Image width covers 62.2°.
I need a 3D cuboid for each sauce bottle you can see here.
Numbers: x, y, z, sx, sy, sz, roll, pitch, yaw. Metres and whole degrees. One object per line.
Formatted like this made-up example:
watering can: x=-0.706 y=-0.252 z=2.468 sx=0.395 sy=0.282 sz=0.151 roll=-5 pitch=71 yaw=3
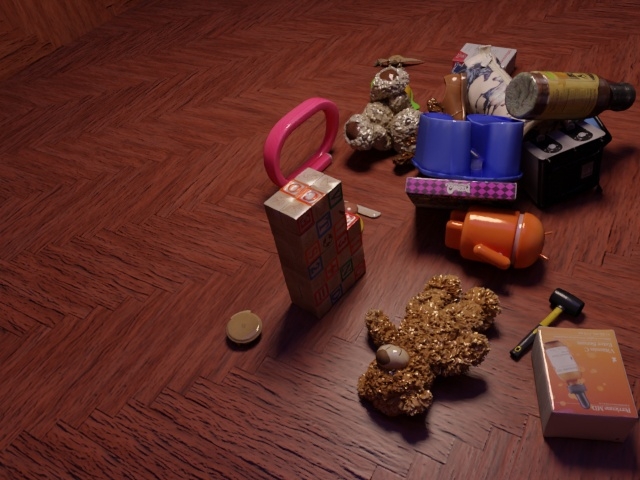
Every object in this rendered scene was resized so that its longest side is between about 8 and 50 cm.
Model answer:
sauce bottle: x=0.600 y=-0.341 z=1.257 sx=0.344 sy=0.111 sz=0.111 roll=-6 pitch=40 yaw=-25

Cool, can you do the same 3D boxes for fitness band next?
fitness band: x=-0.043 y=-0.260 z=1.437 sx=0.054 sy=0.209 sz=0.291 roll=25 pitch=55 yaw=29

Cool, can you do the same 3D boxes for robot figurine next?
robot figurine: x=0.388 y=-0.007 z=1.163 sx=0.219 sy=0.128 sz=0.158 roll=11 pitch=4 yaw=20

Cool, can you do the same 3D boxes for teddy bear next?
teddy bear: x=0.204 y=0.178 z=1.019 sx=0.338 sy=0.113 sz=0.245 roll=-28 pitch=45 yaw=-18

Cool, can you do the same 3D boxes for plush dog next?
plush dog: x=0.222 y=-0.318 z=1.503 sx=0.225 sy=0.210 sz=0.262 roll=31 pitch=84 yaw=18

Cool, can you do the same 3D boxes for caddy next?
caddy: x=0.357 y=-0.214 z=1.303 sx=0.241 sy=0.179 sz=0.341 roll=3 pitch=17 yaw=1

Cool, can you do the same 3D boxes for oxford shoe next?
oxford shoe: x=0.373 y=-0.363 z=1.497 sx=0.076 sy=0.212 sz=0.076 roll=-1 pitch=1 yaw=8

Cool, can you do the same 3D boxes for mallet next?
mallet: x=0.435 y=0.161 z=1.051 sx=0.190 sy=0.039 sz=0.062 roll=-31 pitch=47 yaw=-15

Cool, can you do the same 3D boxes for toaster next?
toaster: x=0.580 y=-0.180 z=1.280 sx=0.168 sy=0.185 sz=0.110 roll=-22 pitch=42 yaw=0

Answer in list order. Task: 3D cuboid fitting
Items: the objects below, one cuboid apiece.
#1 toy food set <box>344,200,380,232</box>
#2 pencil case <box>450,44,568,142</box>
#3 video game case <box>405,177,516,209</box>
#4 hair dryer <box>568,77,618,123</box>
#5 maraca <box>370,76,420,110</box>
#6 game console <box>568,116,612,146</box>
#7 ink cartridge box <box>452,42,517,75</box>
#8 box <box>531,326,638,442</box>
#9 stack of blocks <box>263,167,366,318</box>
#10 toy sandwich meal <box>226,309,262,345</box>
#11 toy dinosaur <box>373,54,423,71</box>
toy food set: x=0.036 y=-0.051 z=1.308 sx=0.128 sy=0.071 sz=0.218 roll=28 pitch=56 yaw=33
pencil case: x=0.513 y=-0.372 z=1.472 sx=0.160 sy=0.183 sz=0.410 roll=-15 pitch=45 yaw=-6
video game case: x=0.325 y=-0.102 z=1.228 sx=0.232 sy=0.210 sz=0.041 roll=5 pitch=87 yaw=18
hair dryer: x=0.755 y=-0.398 z=1.551 sx=0.294 sy=0.080 sz=0.223 roll=-30 pitch=63 yaw=-12
maraca: x=0.234 y=-0.452 z=1.668 sx=0.127 sy=0.099 sz=0.185 roll=-26 pitch=72 yaw=-13
game console: x=0.686 y=-0.282 z=1.409 sx=0.071 sy=0.107 sz=0.122 roll=0 pitch=57 yaw=-28
ink cartridge box: x=0.542 y=-0.584 z=1.758 sx=0.175 sy=0.072 sz=0.127 roll=20 pitch=51 yaw=27
box: x=0.448 y=0.246 z=0.919 sx=0.130 sy=0.091 sz=0.170 roll=1 pitch=45 yaw=11
stack of blocks: x=0.000 y=0.000 z=1.102 sx=0.087 sy=0.297 sz=0.171 roll=27 pitch=56 yaw=32
toy sandwich meal: x=-0.163 y=0.189 z=1.134 sx=0.086 sy=0.029 sz=0.085 roll=-3 pitch=48 yaw=3
toy dinosaur: x=0.275 y=-0.633 z=1.871 sx=0.183 sy=0.053 sz=0.092 roll=2 pitch=44 yaw=12
